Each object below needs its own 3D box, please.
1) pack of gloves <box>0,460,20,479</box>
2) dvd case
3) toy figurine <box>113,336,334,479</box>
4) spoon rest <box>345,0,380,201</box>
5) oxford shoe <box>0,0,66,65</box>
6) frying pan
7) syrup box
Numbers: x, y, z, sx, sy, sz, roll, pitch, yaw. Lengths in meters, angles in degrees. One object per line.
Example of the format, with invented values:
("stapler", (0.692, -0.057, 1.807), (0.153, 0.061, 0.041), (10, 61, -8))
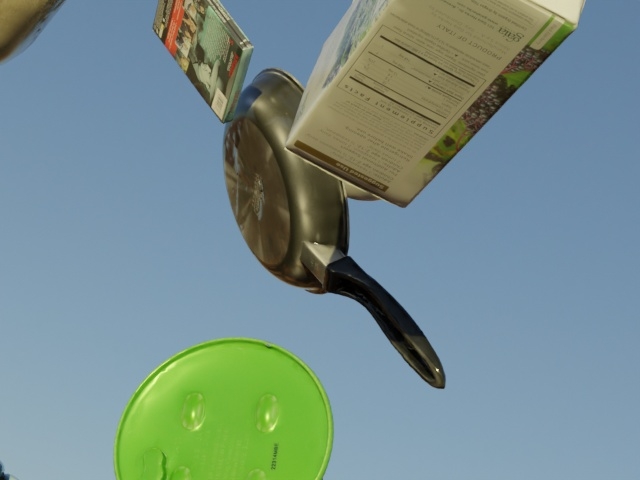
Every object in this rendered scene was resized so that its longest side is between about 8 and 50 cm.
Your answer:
("pack of gloves", (-0.246, 0.106, 0.777), (0.195, 0.046, 0.232), (28, -25, -9))
("dvd case", (-0.098, -0.166, 1.314), (0.013, 0.119, 0.087), (-18, -32, -30))
("toy figurine", (-0.042, 0.170, 0.965), (0.130, 0.173, 0.159), (-1, -31, 14))
("spoon rest", (0.061, -0.173, 1.515), (0.137, 0.276, 0.084), (11, 3, -29))
("oxford shoe", (-0.245, -0.178, 1.115), (0.348, 0.130, 0.123), (43, -23, 62))
("frying pan", (-0.009, 0.010, 1.338), (0.053, 0.326, 0.197), (-14, -19, -23))
("syrup box", (0.069, -0.122, 0.970), (0.096, 0.093, 0.237), (26, -32, -8))
